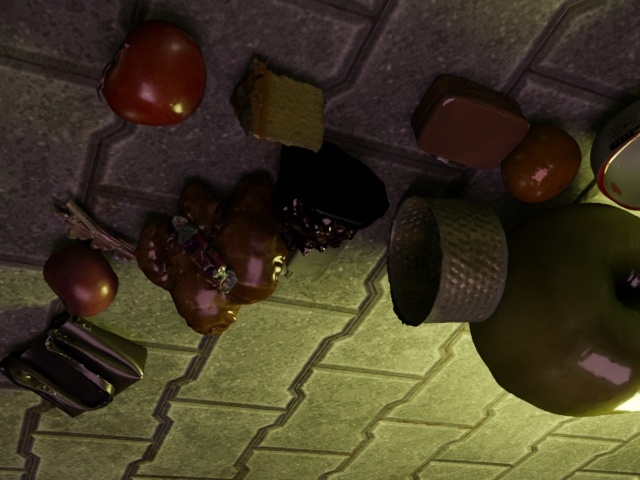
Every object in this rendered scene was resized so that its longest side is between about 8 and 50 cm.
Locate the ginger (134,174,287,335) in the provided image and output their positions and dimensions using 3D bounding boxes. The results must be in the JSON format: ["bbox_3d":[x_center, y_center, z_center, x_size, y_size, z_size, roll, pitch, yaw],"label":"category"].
[{"bbox_3d":[-0.203,0.020,1.392,0.357,0.152,0.274,-38,102,24],"label":"ginger"}]

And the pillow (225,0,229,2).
[{"bbox_3d":[-0.219,-0.424,0.950,0.255,0.059,0.169,3,137,-11],"label":"pillow"}]

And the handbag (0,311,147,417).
[{"bbox_3d":[-0.593,0.301,1.666,0.285,0.113,0.257,-31,127,24],"label":"handbag"}]

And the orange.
[{"bbox_3d":[0.417,-0.147,1.329,0.156,0.124,0.156,-29,156,-14],"label":"orange"}]

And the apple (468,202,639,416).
[{"bbox_3d":[0.541,0.153,1.462,0.474,0.473,0.473,-5,139,-5],"label":"apple"}]

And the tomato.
[{"bbox_3d":[-0.252,-0.246,1.071,0.167,0.167,0.167,-5,139,-5],"label":"tomato"}]

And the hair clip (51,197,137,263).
[{"bbox_3d":[-0.441,-0.010,1.375,0.056,0.062,0.214,-18,138,27],"label":"hair clip"}]

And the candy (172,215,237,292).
[{"bbox_3d":[-0.217,0.025,1.287,0.045,0.043,0.175,-36,103,15],"label":"candy"}]

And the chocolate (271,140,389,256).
[{"bbox_3d":[-0.005,-0.052,1.275,0.206,0.224,0.177,15,129,-21],"label":"chocolate"}]

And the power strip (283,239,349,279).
[{"bbox_3d":[0.000,0.000,1.474,0.093,0.053,0.288,14,133,-25],"label":"power strip"}]

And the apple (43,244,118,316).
[{"bbox_3d":[-0.478,0.079,1.406,0.120,0.153,0.153,-39,145,-24],"label":"apple"}]

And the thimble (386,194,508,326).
[{"bbox_3d":[0.247,0.043,1.410,0.150,0.271,0.271,1,138,-15],"label":"thimble"}]

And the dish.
[{"bbox_3d":[0.637,-0.184,1.336,0.256,0.117,0.256,-5,138,-5],"label":"dish"}]

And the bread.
[{"bbox_3d":[-0.076,-0.204,1.164,0.147,0.152,0.127,13,142,-27],"label":"bread"}]

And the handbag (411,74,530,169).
[{"bbox_3d":[0.267,-0.209,1.275,0.193,0.072,0.151,14,134,-26],"label":"handbag"}]
